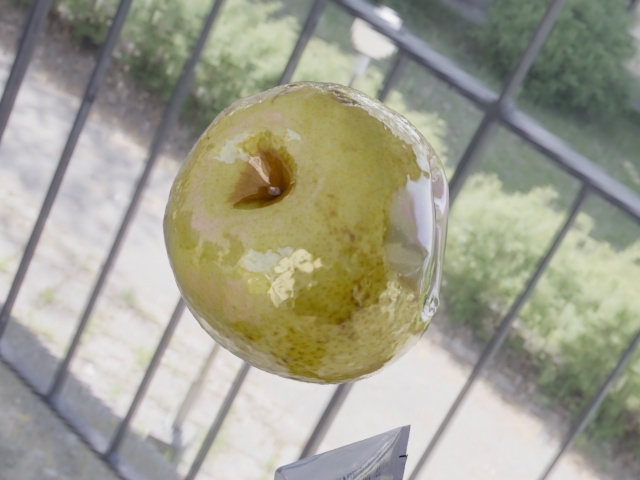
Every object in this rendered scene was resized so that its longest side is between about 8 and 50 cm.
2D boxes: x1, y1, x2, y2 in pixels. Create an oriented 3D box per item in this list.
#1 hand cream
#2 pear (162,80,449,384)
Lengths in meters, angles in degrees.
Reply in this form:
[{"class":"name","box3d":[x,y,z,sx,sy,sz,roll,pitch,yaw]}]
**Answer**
[{"class":"hand cream","box3d":[0.009,0.201,1.183,0.142,0.084,0.053,-19,49,-23]},{"class":"pear","box3d":[0.000,0.000,0.803,0.178,0.178,0.178,21,28,-12]}]
